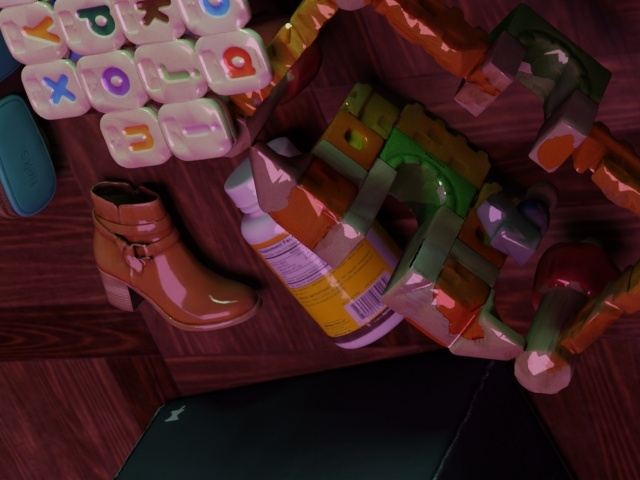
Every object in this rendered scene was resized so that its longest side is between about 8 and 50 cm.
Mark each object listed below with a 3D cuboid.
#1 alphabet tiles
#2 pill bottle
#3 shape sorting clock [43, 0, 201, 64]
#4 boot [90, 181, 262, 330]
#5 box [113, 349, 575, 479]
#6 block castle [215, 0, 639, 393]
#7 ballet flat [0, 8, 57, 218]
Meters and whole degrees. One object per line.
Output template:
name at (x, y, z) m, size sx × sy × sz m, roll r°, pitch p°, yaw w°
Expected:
alphabet tiles at (-0.175, -0.198, 1.723) m, size 0.278 × 0.021 × 0.284 m, roll -6°, pitch 114°, yaw 36°
pill bottle at (0.000, 0.000, 2.003) m, size 0.117 × 0.117 × 0.215 m, roll -25°, pitch 113°, yaw 39°
shape sorting clock at (-0.189, -0.202, 1.916) m, size 0.206 × 0.040 × 0.206 m, roll -2°, pitch 155°, yaw -1°
boot at (-0.163, 0.015, 2.131) m, size 0.197 × 0.073 × 0.152 m, roll 7°, pitch 126°, yaw 18°
box at (0.059, 0.408, 2.199) m, size 0.480 × 0.297 × 0.471 m, roll -14°, pitch 118°, yaw 34°
block castle at (0.145, -0.101, 1.785) m, size 0.453 × 0.213 × 0.303 m, roll 37°, pitch 131°, yaw -7°
ballet flat at (-0.363, -0.176, 2.061) m, size 0.124 × 0.116 × 0.342 m, roll 26°, pitch 141°, yaw 32°
